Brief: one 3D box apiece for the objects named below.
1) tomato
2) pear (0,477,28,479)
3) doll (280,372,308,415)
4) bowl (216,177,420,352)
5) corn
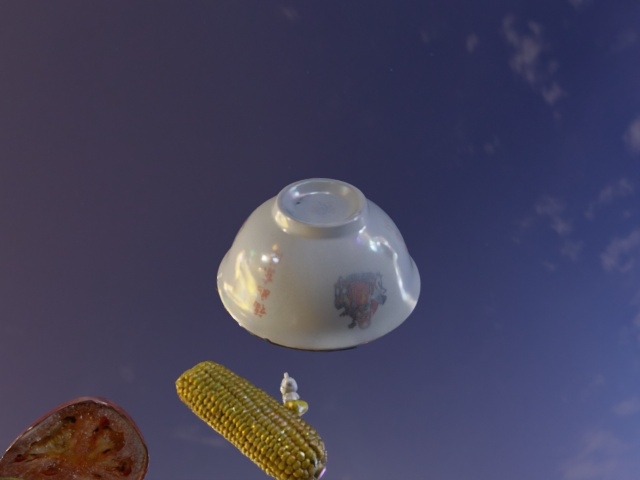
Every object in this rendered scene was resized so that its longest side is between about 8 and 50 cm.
[{"bbox_3d":[-0.604,0.534,1.268,0.339,0.144,0.338,-4,-77,-17],"label":"tomato"},{"bbox_3d":[-0.518,0.516,0.794,0.213,0.212,0.269,3,-97,-19],"label":"pear"},{"bbox_3d":[-0.072,0.384,1.259,0.072,0.113,0.135,-9,-50,-6],"label":"doll"},{"bbox_3d":[0.000,0.000,0.821,0.346,0.345,0.157,-7,-52,-12],"label":"bowl"},{"bbox_3d":[-0.152,0.406,1.141,0.387,0.144,0.144,36,-62,11],"label":"corn"}]
